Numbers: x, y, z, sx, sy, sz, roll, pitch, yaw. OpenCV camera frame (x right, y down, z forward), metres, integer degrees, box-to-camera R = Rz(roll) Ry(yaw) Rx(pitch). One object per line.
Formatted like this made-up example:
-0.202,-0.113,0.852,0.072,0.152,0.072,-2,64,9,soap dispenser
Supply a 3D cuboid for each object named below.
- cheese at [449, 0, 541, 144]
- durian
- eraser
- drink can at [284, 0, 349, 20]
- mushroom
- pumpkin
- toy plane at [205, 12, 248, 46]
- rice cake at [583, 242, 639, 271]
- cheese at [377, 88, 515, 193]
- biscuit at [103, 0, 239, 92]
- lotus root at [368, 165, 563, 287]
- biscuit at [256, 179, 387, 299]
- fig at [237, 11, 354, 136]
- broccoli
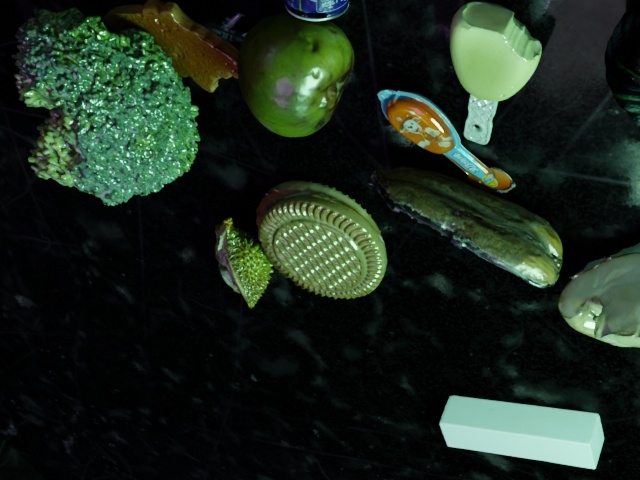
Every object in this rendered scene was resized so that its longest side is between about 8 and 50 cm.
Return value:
0.238,-0.223,1.407,0.127,0.050,0.255,20,149,15,cheese
-0.147,0.019,1.862,0.146,0.102,0.208,51,164,40,durian
0.385,0.366,1.914,0.298,0.076,0.078,3,134,31,eraser
-0.006,-0.416,1.321,0.097,0.097,0.235,17,138,16,drink can
0.503,0.110,1.465,0.151,0.156,0.286,41,153,-30,mushroom
0.449,-0.213,1.214,0.202,0.140,0.202,20,142,17,pumpkin
-0.144,-0.323,1.556,0.083,0.031,0.078,20,124,9,toy plane
0.539,0.082,1.548,0.198,0.037,0.189,45,138,-17,rice cake
0.189,-0.149,1.519,0.256,0.037,0.106,38,155,-15,cheese
-0.231,-0.318,1.589,0.280,0.043,0.183,26,154,26,biscuit
0.235,-0.045,1.541,0.329,0.167,0.078,27,111,3,lotus root
0.000,0.000,1.768,0.259,0.079,0.259,17,140,15,biscuit
-0.041,-0.251,1.455,0.191,0.181,0.181,35,148,35,fig
-0.380,-0.206,1.628,0.302,0.249,0.375,5,153,32,broccoli
